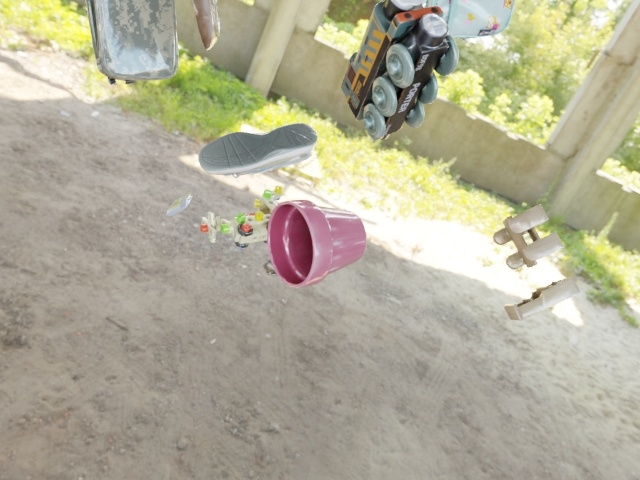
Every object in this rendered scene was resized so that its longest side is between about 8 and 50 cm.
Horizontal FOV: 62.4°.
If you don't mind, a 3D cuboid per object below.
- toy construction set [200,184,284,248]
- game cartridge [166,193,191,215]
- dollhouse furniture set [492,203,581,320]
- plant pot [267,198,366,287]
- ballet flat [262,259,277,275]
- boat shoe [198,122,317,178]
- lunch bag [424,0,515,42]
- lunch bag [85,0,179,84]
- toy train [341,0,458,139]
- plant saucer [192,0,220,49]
[{"bbox_3d":[-0.238,-0.072,1.788,0.327,0.151,0.215,-18,54,-20],"label":"toy construction set"},{"bbox_3d":[-0.383,-0.098,1.441,0.083,0.056,0.017,-77,145,-58],"label":"game cartridge"},{"bbox_3d":[0.510,0.060,1.341,0.242,0.161,0.212,65,4,10],"label":"dollhouse furniture set"},{"bbox_3d":[0.000,0.000,1.236,0.180,0.201,0.201,-7,37,-36],"label":"plant pot"},{"bbox_3d":[-0.072,0.042,1.717,0.058,0.250,0.084,58,0,13],"label":"ballet flat"},{"bbox_3d":[-0.161,-0.225,1.398,0.320,0.103,0.118,-19,64,-19],"label":"boat shoe"},{"bbox_3d":[0.361,-0.627,1.276,0.224,0.279,0.108,-6,42,-8],"label":"lunch bag"},{"bbox_3d":[-0.525,-0.587,1.459,0.212,0.305,0.256,-9,19,-26],"label":"lunch bag"},{"bbox_3d":[0.141,-0.340,1.040,0.142,0.334,0.190,-21,74,-18],"label":"toy train"},{"bbox_3d":[-0.269,-0.557,1.253,0.036,0.199,0.198,-6,25,-2],"label":"plant saucer"}]
